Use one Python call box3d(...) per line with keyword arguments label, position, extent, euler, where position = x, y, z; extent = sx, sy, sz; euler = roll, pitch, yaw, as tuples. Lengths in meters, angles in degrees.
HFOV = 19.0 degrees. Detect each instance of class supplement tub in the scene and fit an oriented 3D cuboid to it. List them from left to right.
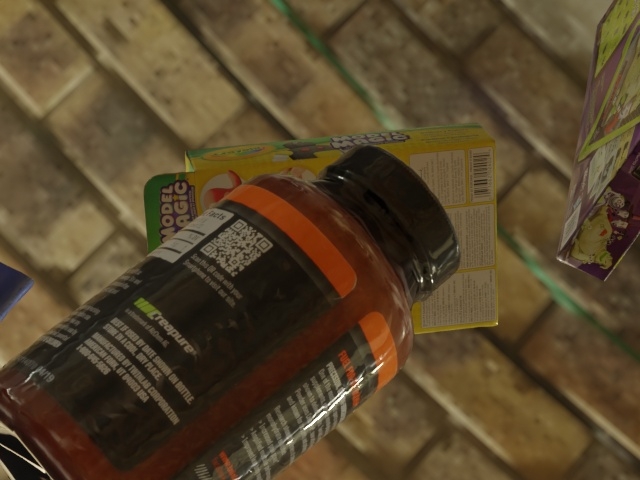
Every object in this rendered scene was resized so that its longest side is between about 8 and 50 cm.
box3d(label="supplement tub", position=(-0.035, 0.044, 0.778), extent=(0.106, 0.198, 0.106), euler=(44, 158, 22))

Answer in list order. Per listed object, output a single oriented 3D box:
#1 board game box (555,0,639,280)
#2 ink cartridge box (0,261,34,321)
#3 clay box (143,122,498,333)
box3d(label="board game box", position=(0.266, -0.147, 1.482), extent=(0.056, 0.347, 0.208), euler=(22, 129, -3))
box3d(label="ink cartridge box", position=(-0.251, -0.016, 0.488), extent=(0.311, 0.186, 0.065), euler=(31, 147, 14))
box3d(label="clay box", position=(0.000, 0.000, 1.215), extent=(0.053, 0.222, 0.127), euler=(-115, 21, -69))
